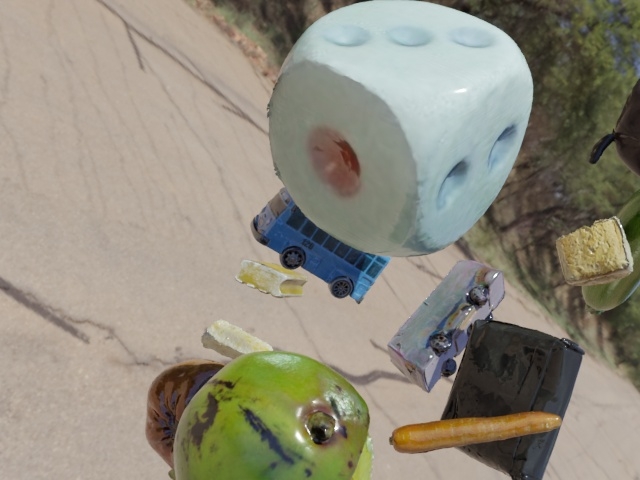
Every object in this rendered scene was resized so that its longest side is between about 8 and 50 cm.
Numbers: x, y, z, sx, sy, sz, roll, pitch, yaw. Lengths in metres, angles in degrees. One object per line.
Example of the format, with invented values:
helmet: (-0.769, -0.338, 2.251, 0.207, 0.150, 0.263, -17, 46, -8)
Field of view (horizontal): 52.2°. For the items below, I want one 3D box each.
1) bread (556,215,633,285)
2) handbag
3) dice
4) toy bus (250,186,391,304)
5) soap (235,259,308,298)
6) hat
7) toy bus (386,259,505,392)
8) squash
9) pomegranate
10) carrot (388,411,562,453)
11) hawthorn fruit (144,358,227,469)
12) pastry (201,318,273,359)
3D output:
bread: (0.494, 0.026, 1.178, 0.082, 0.125, 0.106, 17, 59, -50)
handbag: (0.312, 0.262, 1.106, 0.080, 0.246, 0.223, 25, -8, -26)
dice: (0.109, -0.156, 0.899, 0.268, 0.262, 0.264, 34, -39, 32)
toy bus: (0.000, 0.000, 1.186, 0.234, 0.133, 0.116, 33, 12, -21)
soap: (-0.156, 0.130, 2.194, 0.174, 0.089, 0.274, 20, 0, 14)
hat: (0.732, -0.180, 1.413, 0.238, 0.209, 0.336, 22, -38, 56)
toy bus: (0.279, 0.179, 1.446, 0.138, 0.317, 0.112, 25, -34, 38)
squash: (0.590, 0.021, 1.257, 0.395, 0.107, 0.107, 90, -21, -52)
pomegranate: (-0.080, 0.281, 0.839, 0.260, 0.341, 0.260, 30, 45, -34)
carrot: (0.221, 0.274, 0.942, 0.043, 0.248, 0.043, -10, 90, -84)
hawthorn fruit: (-0.262, 0.407, 1.563, 0.277, 0.277, 0.298, 57, 22, 14)
pastry: (-0.257, 0.344, 2.074, 0.258, 0.089, 0.121, 28, 48, 20)
